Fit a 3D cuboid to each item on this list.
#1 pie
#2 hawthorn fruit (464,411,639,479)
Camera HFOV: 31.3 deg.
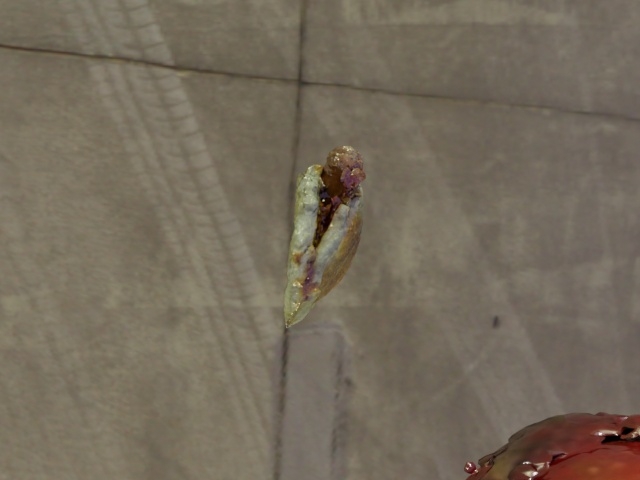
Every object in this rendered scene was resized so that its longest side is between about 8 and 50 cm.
[{"bbox_3d":[-0.003,0.009,1.688,0.274,0.105,0.257,79,31,-75],"label":"pie"},{"bbox_3d":[0.169,0.241,0.544,0.316,0.316,0.316,-9,104,-38],"label":"hawthorn fruit"}]
